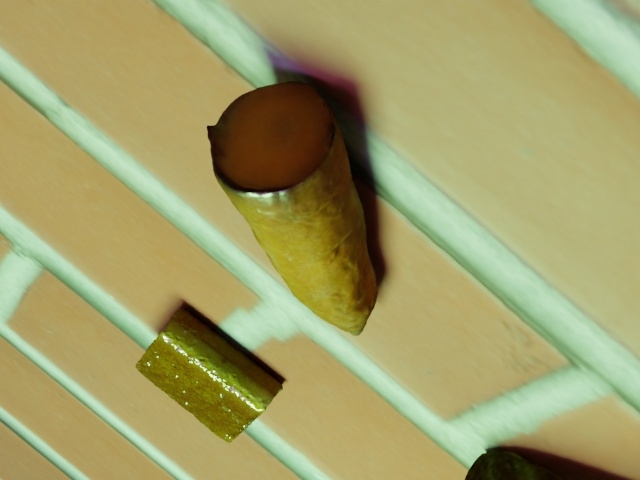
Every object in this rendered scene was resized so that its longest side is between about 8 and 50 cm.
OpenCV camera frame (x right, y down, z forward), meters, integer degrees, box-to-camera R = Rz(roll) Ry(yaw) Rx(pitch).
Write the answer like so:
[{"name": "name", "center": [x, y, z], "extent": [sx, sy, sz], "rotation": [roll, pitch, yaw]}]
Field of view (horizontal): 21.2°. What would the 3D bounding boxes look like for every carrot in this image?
[{"name": "carrot", "center": [0.000, 0.000, 0.963], "extent": [0.072, 0.072, 0.205], "rotation": [20, 154, 30]}]

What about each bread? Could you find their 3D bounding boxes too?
[{"name": "bread", "center": [-0.082, 0.099, 1.242], "extent": [0.094, 0.035, 0.090], "rotation": [38, 153, -1]}]

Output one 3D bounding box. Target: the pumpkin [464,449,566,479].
[{"name": "pumpkin", "center": [0.163, 0.273, 0.991], "extent": [0.290, 0.258, 0.095], "rotation": [17, 161, 31]}]
